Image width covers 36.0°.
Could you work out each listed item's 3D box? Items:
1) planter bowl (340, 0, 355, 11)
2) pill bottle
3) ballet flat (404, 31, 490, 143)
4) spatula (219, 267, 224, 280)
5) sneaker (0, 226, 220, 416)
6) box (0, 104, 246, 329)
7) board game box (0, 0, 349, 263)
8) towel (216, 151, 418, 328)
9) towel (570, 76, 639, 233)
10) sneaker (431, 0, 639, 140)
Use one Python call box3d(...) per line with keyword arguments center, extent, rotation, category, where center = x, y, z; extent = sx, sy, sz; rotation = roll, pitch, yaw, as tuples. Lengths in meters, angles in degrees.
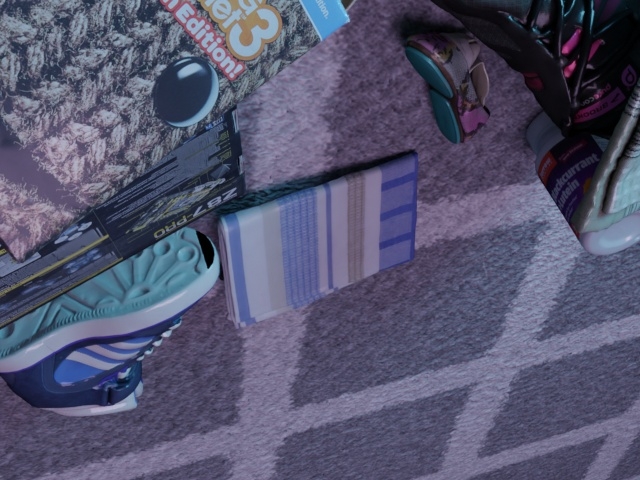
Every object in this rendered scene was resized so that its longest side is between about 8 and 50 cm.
box3d(center=(-0.046, -0.270, 0.874), extent=(0.162, 0.109, 0.162), rotation=(-16, 146, -11), category="planter bowl")
box3d(center=(0.347, -0.085, 1.286), extent=(0.108, 0.193, 0.108), rotation=(-16, 144, -12), category="pill bottle")
box3d(center=(0.156, -0.191, 1.148), extent=(0.079, 0.077, 0.221), rotation=(-44, 150, -3), category="ballet flat")
box3d(center=(-0.148, 0.047, 1.311), extent=(0.296, 0.030, 0.084), rotation=(4, 136, -35), category="spatula")
box3d(center=(-0.246, 0.117, 1.253), extent=(0.322, 0.130, 0.236), rotation=(-24, 146, 4), category="sneaker")
box3d(center=(-0.262, -0.035, 0.936), extent=(0.394, 0.097, 0.318), rotation=(-30, 165, -9), category="box")
box3d(center=(-0.170, -0.173, 0.680), extent=(0.291, 0.141, 0.232), rotation=(-39, 121, -10), category="board game box")
box3d(center=(0.000, 0.000, 1.310), extent=(0.285, 0.034, 0.209), rotation=(-20, 139, -16), category="towel")
box3d(center=(0.422, -0.163, 1.047), extent=(0.312, 0.056, 0.324), rotation=(-23, 143, -39), category="towel")
box3d(center=(0.269, -0.227, 1.040), extent=(0.482, 0.202, 0.185), rotation=(18, 127, -45), category="sneaker")
